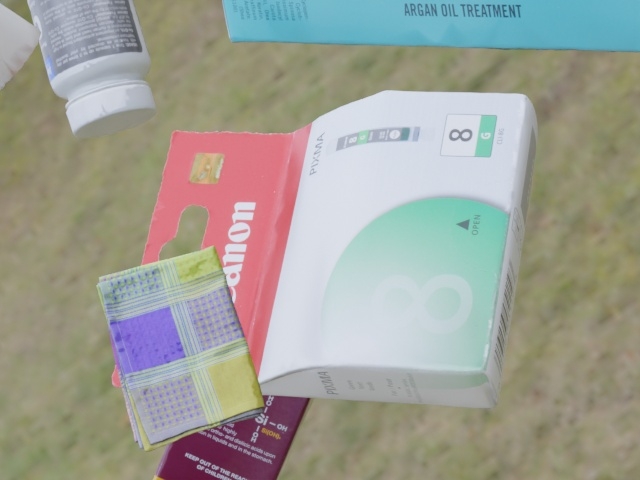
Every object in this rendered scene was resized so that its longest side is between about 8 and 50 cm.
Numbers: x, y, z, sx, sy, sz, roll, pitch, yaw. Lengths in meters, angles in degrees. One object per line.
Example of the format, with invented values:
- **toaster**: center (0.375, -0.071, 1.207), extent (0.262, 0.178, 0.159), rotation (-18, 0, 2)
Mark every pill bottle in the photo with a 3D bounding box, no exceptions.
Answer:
- **pill bottle**: center (-0.172, -0.151, 1.455), extent (0.078, 0.137, 0.078), rotation (-16, -9, -2)

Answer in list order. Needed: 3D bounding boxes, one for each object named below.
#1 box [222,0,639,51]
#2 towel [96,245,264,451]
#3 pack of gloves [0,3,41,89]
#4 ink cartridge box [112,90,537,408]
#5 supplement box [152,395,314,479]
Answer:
- **box**: center (0.077, -0.123, 0.833), extent (0.244, 0.060, 0.100), rotation (6, 25, 39)
- **towel**: center (-0.063, 0.048, 0.869), extent (0.060, 0.083, 0.009), rotation (-15, -13, -4)
- **pack of gloves**: center (-0.282, -0.086, 1.040), extent (0.195, 0.232, 0.046), rotation (-58, 36, -3)
- **ink cartridge box**: center (0.000, 0.000, 1.089), extent (0.225, 0.056, 0.181), rotation (3, 59, 14)
- **supplement box**: center (-0.040, 0.090, 1.349), extent (0.104, 0.081, 0.188), rotation (-59, -9, -71)
